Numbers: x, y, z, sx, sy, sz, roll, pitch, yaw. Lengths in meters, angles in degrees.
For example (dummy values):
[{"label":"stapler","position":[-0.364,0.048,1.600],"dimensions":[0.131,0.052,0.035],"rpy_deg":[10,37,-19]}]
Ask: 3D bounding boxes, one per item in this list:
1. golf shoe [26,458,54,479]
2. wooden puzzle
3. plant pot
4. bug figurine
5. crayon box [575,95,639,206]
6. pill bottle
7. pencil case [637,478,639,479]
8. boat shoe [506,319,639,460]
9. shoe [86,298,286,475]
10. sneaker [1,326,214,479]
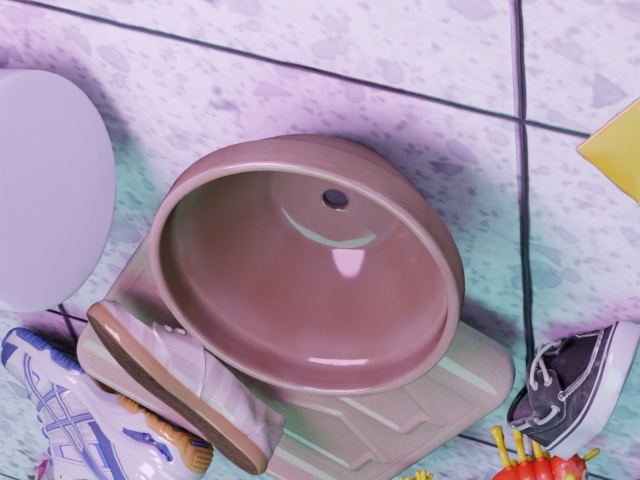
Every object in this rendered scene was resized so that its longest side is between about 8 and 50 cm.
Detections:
[{"label":"golf shoe","position":[-0.265,0.306,2.033],"dimensions":[0.140,0.115,0.306],"rpy_deg":[22,158,-15]},{"label":"wooden puzzle","position":[-0.029,0.091,1.531],"dimensions":[0.322,0.080,0.348],"rpy_deg":[30,146,-7]},{"label":"plant pot","position":[0.000,0.000,1.295],"dimensions":[0.237,0.109,0.237],"rpy_deg":[11,134,12]},{"label":"bug figurine","position":[0.178,0.275,1.597],"dimensions":[0.216,0.072,0.279],"rpy_deg":[-18,141,11]},{"label":"crayon box","position":[0.334,-0.035,0.992],"dimensions":[0.318,0.081,0.202],"rpy_deg":[35,134,-16]},{"label":"pill bottle","position":[-0.376,-0.051,1.417],"dimensions":[0.392,0.224,0.224],"rpy_deg":[5,144,33]},{"label":"pencil case","position":[0.388,0.295,1.478],"dimensions":[0.306,0.119,0.133],"rpy_deg":[13,171,20]},{"label":"boat shoe","position":[0.199,0.119,1.389],"dimensions":[0.070,0.078,0.219],"rpy_deg":[23,152,2]},{"label":"shoe","position":[-0.116,0.118,1.508],"dimensions":[0.219,0.058,0.076],"rpy_deg":[45,162,-21]},{"label":"sneaker","position":[-0.243,0.191,1.719],"dimensions":[0.296,0.131,0.112],"rpy_deg":[31,-179,40]}]
